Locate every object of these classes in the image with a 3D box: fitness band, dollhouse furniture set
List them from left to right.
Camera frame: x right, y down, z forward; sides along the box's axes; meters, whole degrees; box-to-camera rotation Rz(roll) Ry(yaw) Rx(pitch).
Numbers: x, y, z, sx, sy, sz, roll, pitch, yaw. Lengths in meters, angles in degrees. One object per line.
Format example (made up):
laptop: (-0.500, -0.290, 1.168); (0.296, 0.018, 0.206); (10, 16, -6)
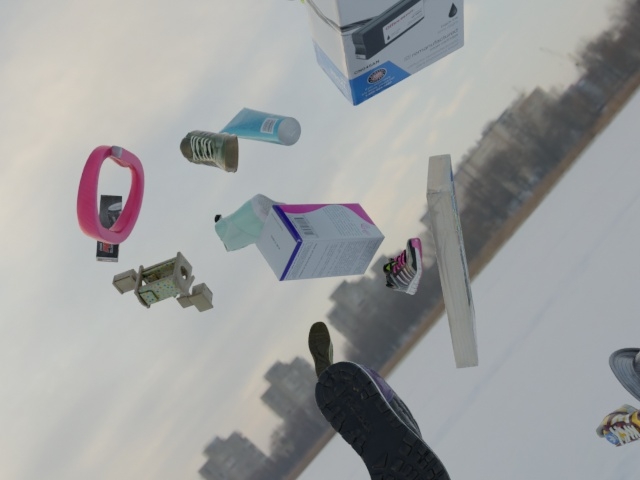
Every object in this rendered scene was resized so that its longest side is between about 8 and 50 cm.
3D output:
fitness band: (-0.461, -0.099, 2.147); (0.291, 0.054, 0.209); (43, -122, -80)
dollhouse furniture set: (-0.367, 0.139, 2.244); (0.182, 0.161, 0.101); (-20, 39, 17)

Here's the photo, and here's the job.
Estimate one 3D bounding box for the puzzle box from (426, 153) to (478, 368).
puzzle box: (0.291, 0.039, 2.127); (0.052, 0.408, 0.272); (-8, 21, 11)

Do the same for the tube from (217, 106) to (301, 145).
tube: (-0.117, -0.215, 1.818); (0.080, 0.052, 0.207); (-43, 34, -21)

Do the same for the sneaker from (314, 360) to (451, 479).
sneaker: (0.113, 0.280, 1.275); (0.107, 0.283, 0.124); (-38, -23, 17)

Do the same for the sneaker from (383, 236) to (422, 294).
sneaker: (0.164, 0.053, 1.947); (0.170, 0.075, 0.063); (94, 179, -57)

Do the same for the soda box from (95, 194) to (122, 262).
soda box: (-0.544, -0.031, 2.492); (0.053, 0.060, 0.168); (128, 144, -73)

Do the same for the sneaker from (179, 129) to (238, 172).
sneaker: (-0.185, -0.145, 1.571); (0.192, 0.086, 0.064); (-139, 50, -74)

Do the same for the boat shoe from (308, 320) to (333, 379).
boat shoe: (0.006, 0.269, 2.296); (0.056, 0.153, 0.048); (-14, -19, 4)

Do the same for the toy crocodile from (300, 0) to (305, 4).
toy crocodile: (0.059, -0.686, 2.500); (0.340, 0.115, 0.105); (-45, -14, -40)

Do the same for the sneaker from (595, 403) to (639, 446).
sneaker: (0.577, 0.353, 1.800); (0.084, 0.069, 0.185); (-32, -6, -7)

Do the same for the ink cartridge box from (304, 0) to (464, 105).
ink cartridge box: (0.123, -0.495, 1.903); (0.285, 0.166, 0.395); (-30, -30, -8)

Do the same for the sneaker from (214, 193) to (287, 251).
sneaker: (-0.139, -0.021, 2.179); (0.151, 0.094, 0.256); (-28, -26, 17)

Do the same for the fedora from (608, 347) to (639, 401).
fedora: (0.652, 0.219, 1.662); (0.243, 0.275, 0.124); (-88, 20, -67)

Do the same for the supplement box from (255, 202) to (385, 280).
supplement box: (0.000, 0.000, 1.934); (0.220, 0.111, 0.114); (-3, -46, -36)
